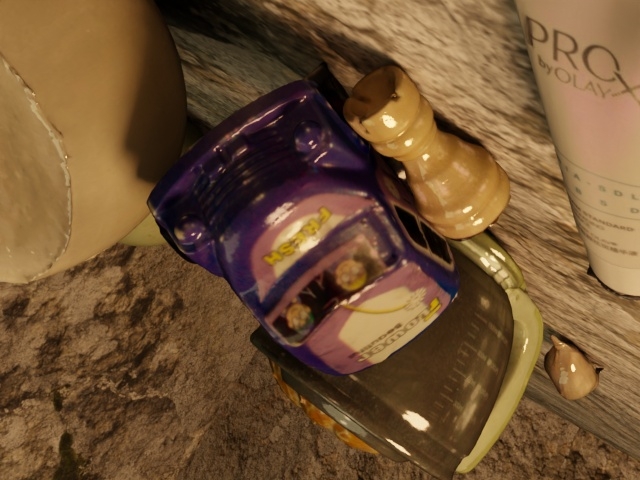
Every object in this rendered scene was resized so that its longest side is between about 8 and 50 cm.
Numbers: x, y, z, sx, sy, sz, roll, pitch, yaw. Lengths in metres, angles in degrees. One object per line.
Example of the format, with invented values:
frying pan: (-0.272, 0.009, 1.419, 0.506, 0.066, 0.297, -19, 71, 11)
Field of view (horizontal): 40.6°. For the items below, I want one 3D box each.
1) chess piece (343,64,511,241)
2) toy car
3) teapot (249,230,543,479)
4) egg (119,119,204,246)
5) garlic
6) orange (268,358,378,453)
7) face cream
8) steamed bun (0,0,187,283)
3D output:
chess piece: (0.070, -0.058, 0.572, 0.122, 0.066, 0.066, 41, 171, -35)
toy car: (0.000, 0.000, 0.627, 0.158, 0.172, 0.235, 58, -168, 32)
teapot: (0.119, 0.107, 0.865, 0.322, 0.239, 0.239, 38, 174, -14)
egg: (-0.282, -0.103, 1.298, 0.218, 0.218, 0.295, 30, -175, 25)
garlic: (0.339, 0.180, 1.183, 0.084, 0.066, 0.152, 33, 178, 19)
orange: (0.086, 0.137, 1.150, 0.329, 0.249, 0.329, 26, -174, -3)
face cream: (0.134, -0.045, 0.378, 0.092, 0.058, 0.243, 34, 171, 34)
steamed bun: (-0.258, -0.131, 0.684, 0.324, 0.206, 0.324, 12, 131, 14)
